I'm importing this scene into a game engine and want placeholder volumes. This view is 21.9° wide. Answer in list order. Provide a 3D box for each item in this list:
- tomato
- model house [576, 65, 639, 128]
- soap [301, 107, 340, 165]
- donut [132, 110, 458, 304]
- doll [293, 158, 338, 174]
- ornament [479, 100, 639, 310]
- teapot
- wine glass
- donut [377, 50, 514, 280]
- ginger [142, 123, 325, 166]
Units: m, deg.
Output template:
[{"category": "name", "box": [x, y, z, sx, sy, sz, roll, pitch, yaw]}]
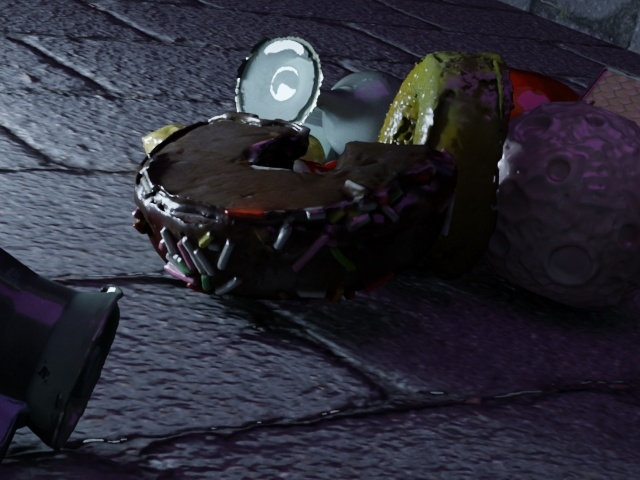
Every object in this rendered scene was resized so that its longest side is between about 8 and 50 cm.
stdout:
[{"category": "tomato", "box": [0.284, -0.161, 2.431, 0.260, 0.180, 0.260, 14, 14, -3]}, {"category": "model house", "box": [0.389, -0.102, 2.215, 0.169, 0.244, 0.326, 26, 21, 29]}, {"category": "soap", "box": [-0.019, -0.157, 2.367, 0.119, 0.066, 0.198, 12, 17, 1]}, {"category": "donut", "box": [-0.040, -0.027, 1.725, 0.345, 0.136, 0.259, 7, 29, 24]}, {"category": "doll", "box": [-0.001, -0.062, 2.039, 0.384, 0.099, 0.188, 9, 15, -39]}, {"category": "ornament", "box": [0.297, -0.049, 1.955, 0.259, 0.225, 0.259, 21, 11, -4]}, {"category": "teapot", "box": [-0.282, 0.073, 1.267, 0.225, 0.171, 0.203, 21, 49, 2]}, {"category": "wine glass", "box": [0.035, -0.168, 2.171, 0.143, 0.143, 0.321, 27, 8, 37]}, {"category": "donut", "box": [0.128, -0.095, 1.902, 0.107, 0.272, 0.272, 12, 16, -17]}, {"category": "ginger", "box": [-0.100, -0.111, 2.149, 0.299, 0.065, 0.118, -5, 38, -45]}]
